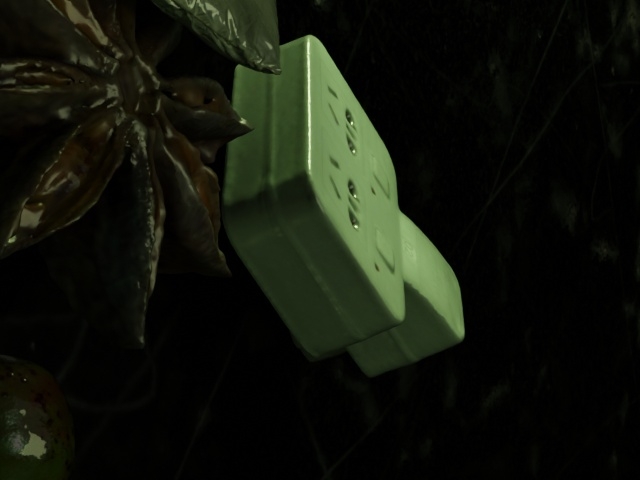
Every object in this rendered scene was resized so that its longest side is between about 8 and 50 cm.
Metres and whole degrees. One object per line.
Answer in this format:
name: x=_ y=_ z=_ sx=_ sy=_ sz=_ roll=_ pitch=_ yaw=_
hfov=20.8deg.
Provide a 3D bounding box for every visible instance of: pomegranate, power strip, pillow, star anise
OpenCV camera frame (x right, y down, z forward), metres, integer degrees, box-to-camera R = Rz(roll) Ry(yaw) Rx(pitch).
pomegranate: x=-0.222 y=0.128 z=1.089 sx=0.142 sy=0.114 sz=0.115 roll=-8 pitch=95 yaw=-32
power strip: x=0.000 y=0.000 z=1.419 sx=0.261 sy=0.141 sz=0.229 roll=56 pitch=22 yaw=-35
pillow: x=-0.111 y=-0.203 z=1.171 sx=0.229 sy=0.051 sz=0.128 roll=35 pitch=26 yaw=-33
star anise: x=-0.161 y=-0.085 z=1.174 sx=0.331 sy=0.117 sz=0.332 roll=20 pitch=63 yaw=-48
